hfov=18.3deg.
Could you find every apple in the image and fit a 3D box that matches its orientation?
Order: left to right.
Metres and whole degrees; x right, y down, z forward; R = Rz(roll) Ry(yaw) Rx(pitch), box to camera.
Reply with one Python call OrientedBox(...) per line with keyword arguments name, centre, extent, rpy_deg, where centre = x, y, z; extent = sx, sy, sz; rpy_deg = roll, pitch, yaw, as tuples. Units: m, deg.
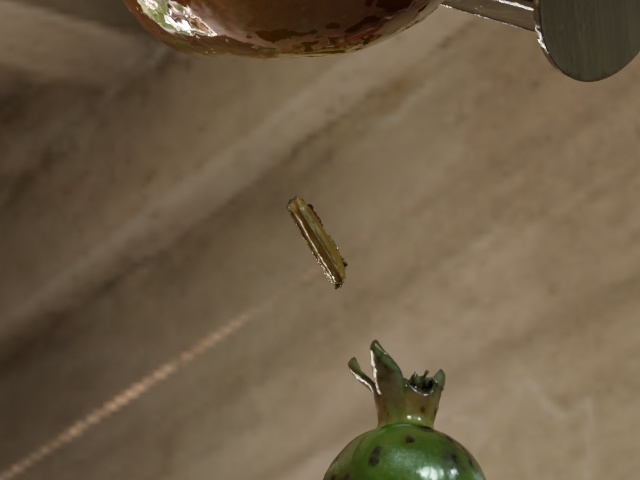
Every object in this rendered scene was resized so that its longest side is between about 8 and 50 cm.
OrientedBox(name="apple", centre=(-0.023, -0.200, 1.170), extent=(0.235, 0.173, 0.210), rpy_deg=(-2, 19, 33))

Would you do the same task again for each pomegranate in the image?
OrientedBox(name="pomegranate", centre=(0.061, 0.197, 1.692), extent=(0.156, 0.220, 0.156), rpy_deg=(-18, -25, -9))

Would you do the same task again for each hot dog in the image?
OrientedBox(name="hot dog", centre=(0.000, 0.000, 1.601), extent=(0.021, 0.083, 0.037), rpy_deg=(-32, 13, -8))

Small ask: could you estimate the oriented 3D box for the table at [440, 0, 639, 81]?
OrientedBox(name="table", centre=(0.153, -0.239, 1.651), extent=(0.227, 0.167, 0.167), rpy_deg=(24, -7, 42))
